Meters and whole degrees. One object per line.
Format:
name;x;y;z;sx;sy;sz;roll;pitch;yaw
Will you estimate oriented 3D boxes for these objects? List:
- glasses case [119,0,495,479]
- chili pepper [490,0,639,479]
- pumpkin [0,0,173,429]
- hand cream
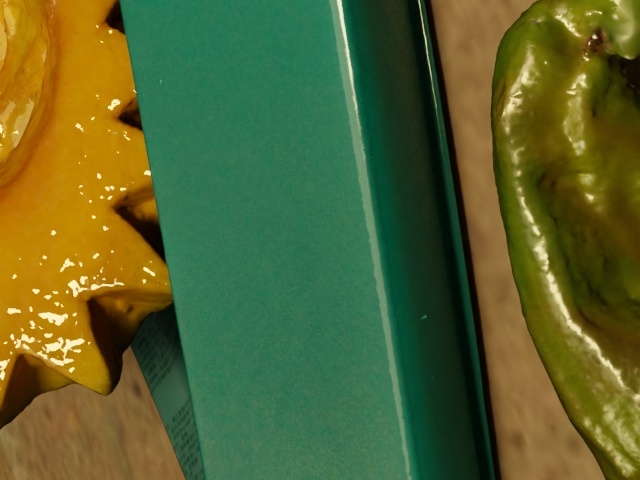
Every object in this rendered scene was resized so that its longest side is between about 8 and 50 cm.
glasses case;0.002;0.000;0.621;0.117;0.070;0.301;2;104;44
chili pepper;0.097;0.028;0.484;0.073;0.072;0.204;-13;96;66
pumpkin;-0.109;-0.035;0.740;0.149;0.130;0.254;94;-177;-83
hand cream;-0.052;0.074;0.754;0.224;0.048;0.083;62;146;24
